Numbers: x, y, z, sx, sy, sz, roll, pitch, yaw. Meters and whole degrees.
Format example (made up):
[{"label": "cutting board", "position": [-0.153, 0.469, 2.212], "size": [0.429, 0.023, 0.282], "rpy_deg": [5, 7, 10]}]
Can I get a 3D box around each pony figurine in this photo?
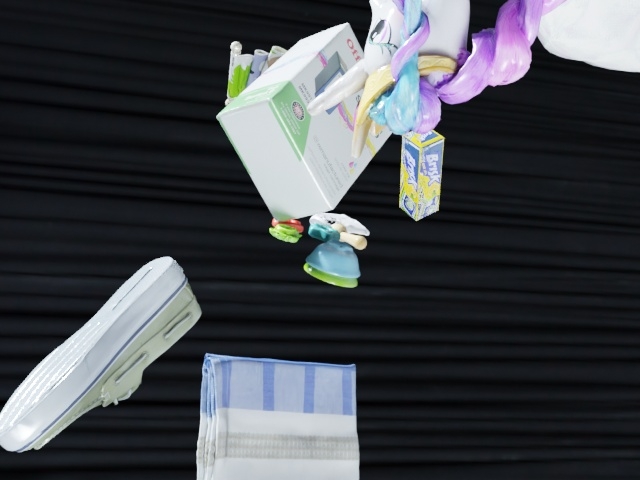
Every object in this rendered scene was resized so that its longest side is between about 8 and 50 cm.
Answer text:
[{"label": "pony figurine", "position": [0.162, -0.242, 0.648], "size": [0.303, 0.350, 0.364], "rpy_deg": [23, -112, -74]}]

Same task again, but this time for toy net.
[{"label": "toy net", "position": [0.000, 0.000, 1.142], "size": [0.232, 0.122, 0.045], "rpy_deg": [-61, -12, -78]}]

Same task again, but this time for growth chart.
[{"label": "growth chart", "position": [-0.030, -0.221, 1.311], "size": [0.172, 0.237, 0.021], "rpy_deg": [96, -167, -60]}]

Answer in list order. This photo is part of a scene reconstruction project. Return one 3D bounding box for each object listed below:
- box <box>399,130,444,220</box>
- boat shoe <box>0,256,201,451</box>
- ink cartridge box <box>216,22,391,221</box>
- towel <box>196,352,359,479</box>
[{"label": "box", "position": [0.187, -0.124, 1.656], "size": [0.054, 0.059, 0.169], "rpy_deg": [42, 147, 40]}, {"label": "boat shoe", "position": [-0.249, 0.144, 1.060], "size": [0.109, 0.094, 0.302], "rpy_deg": [-9, 33, 51]}, {"label": "ink cartridge box", "position": [-0.008, -0.148, 1.099], "size": [0.154, 0.093, 0.212], "rpy_deg": [61, -140, -22]}, {"label": "towel", "position": [-0.036, 0.263, 0.922], "size": [0.034, 0.209, 0.285], "rpy_deg": [-20, 66, 50]}]
